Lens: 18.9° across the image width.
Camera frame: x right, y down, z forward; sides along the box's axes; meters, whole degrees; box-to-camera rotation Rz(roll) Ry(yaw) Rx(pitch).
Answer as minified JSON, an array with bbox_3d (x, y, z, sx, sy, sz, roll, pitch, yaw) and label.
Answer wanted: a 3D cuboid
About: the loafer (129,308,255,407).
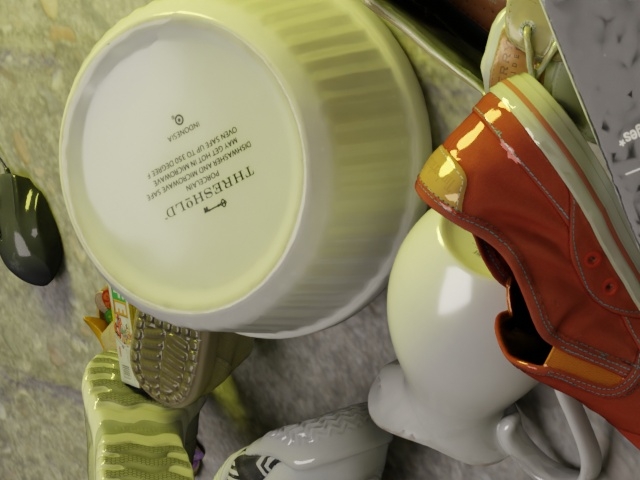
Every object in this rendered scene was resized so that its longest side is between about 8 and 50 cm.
[{"bbox_3d":[-0.080,0.000,1.516,0.102,0.092,0.268,28,111,26],"label":"loafer"}]

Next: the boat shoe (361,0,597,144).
[{"bbox_3d":[0.140,-0.114,1.178,0.302,0.103,0.113,35,131,35],"label":"boat shoe"}]

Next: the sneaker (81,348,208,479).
[{"bbox_3d":[-0.155,0.183,1.576,0.281,0.105,0.115,-89,12,-64],"label":"sneaker"}]

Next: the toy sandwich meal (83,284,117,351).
[{"bbox_3d":[-0.182,0.081,1.725,0.085,0.029,0.085,25,125,42],"label":"toy sandwich meal"}]

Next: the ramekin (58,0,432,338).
[{"bbox_3d":[-0.065,-0.059,1.367,0.273,0.127,0.273,4,98,31],"label":"ramekin"}]

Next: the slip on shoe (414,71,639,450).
[{"bbox_3d":[0.157,0.050,1.160,0.331,0.101,0.123,56,179,-32],"label":"slip on shoe"}]

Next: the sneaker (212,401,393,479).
[{"bbox_3d":[-0.002,0.280,1.500,0.210,0.137,0.366,62,148,21],"label":"sneaker"}]

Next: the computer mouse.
[{"bbox_3d":[-0.308,-0.067,1.798,0.071,0.041,0.242,-34,80,53],"label":"computer mouse"}]

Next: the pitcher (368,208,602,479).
[{"bbox_3d":[0.125,0.074,1.291,0.178,0.125,0.207,29,141,16],"label":"pitcher"}]

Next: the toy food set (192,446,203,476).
[{"bbox_3d":[-0.140,0.179,1.728,0.078,0.019,0.122,-36,79,52],"label":"toy food set"}]

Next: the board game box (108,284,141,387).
[{"bbox_3d":[-0.124,0.031,1.569,0.026,0.103,0.154,16,119,46],"label":"board game box"}]

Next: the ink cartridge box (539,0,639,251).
[{"bbox_3d":[0.233,-0.091,1.053,0.176,0.069,0.371,-22,92,22],"label":"ink cartridge box"}]
